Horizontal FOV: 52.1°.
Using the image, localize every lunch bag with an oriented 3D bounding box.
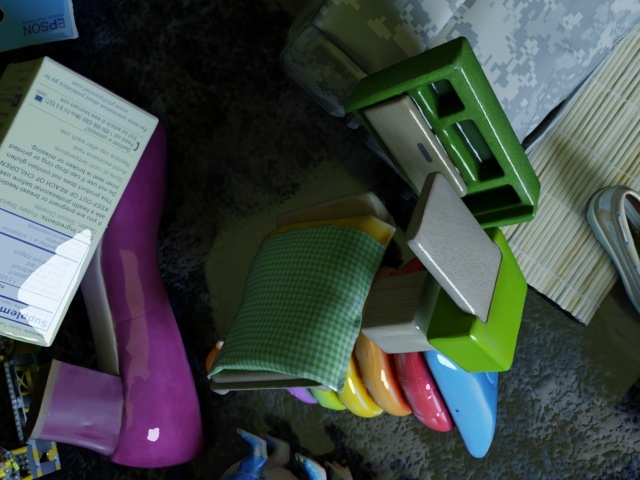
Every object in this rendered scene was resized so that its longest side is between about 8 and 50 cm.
[{"bbox_3d":[0.139,-0.196,0.633,0.256,0.212,0.305,39,92,-5],"label":"lunch bag"}]

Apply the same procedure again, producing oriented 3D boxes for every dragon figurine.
[{"bbox_3d":[-0.039,0.273,0.627,0.289,0.085,0.144,11,75,32],"label":"dragon figurine"}]

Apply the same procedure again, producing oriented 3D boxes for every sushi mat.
[{"bbox_3d":[0.304,-0.083,0.687,0.151,0.019,0.316,35,89,13],"label":"sushi mat"}]

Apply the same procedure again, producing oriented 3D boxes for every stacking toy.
[{"bbox_3d":[0.016,0.110,0.652,0.302,0.175,0.165,-11,36,24],"label":"stacking toy"}]

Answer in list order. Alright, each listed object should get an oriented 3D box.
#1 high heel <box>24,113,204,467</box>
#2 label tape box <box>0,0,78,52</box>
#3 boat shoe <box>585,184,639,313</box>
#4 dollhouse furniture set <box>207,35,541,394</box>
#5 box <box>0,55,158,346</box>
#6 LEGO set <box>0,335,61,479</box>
[{"bbox_3d":[-0.182,0.050,0.728,0.181,0.127,0.377,21,72,-29],"label":"high heel"},{"bbox_3d":[-0.401,-0.365,0.792,0.249,0.115,0.347,-10,83,8],"label":"label tape box"},{"bbox_3d":[0.328,0.030,0.626,0.068,0.072,0.190,-39,91,-2],"label":"boat shoe"},{"bbox_3d":[0.000,0.000,0.536,0.302,0.151,0.197,-13,39,40],"label":"dollhouse furniture set"},{"bbox_3d":[-0.300,-0.049,0.670,0.213,0.117,0.243,18,82,55],"label":"box"},{"bbox_3d":[-0.443,0.200,0.674,0.331,0.192,0.255,-11,80,7],"label":"LEGO set"}]
